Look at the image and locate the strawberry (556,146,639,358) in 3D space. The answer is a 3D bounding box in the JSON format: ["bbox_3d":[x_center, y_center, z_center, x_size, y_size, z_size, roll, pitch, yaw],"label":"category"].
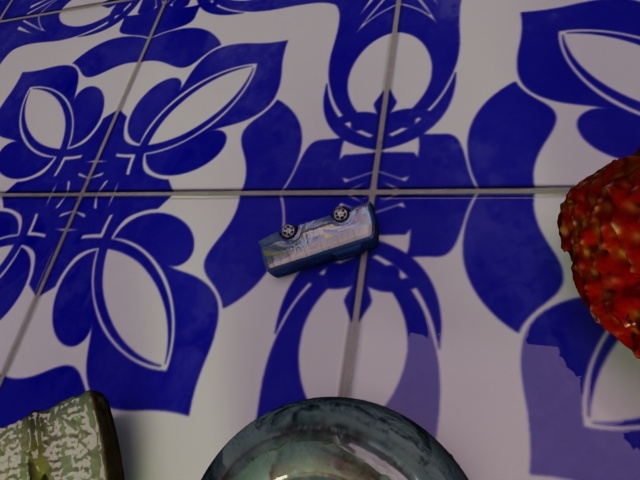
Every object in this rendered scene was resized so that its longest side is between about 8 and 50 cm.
[{"bbox_3d":[0.385,0.018,0.352,0.292,0.292,0.343,-32,44,0],"label":"strawberry"}]

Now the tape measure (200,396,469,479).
[{"bbox_3d":[0.017,0.275,0.388,0.256,0.147,0.275,-15,64,12],"label":"tape measure"}]

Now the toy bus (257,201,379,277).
[{"bbox_3d":[0.000,0.000,0.591,0.153,0.051,0.061,-17,72,9],"label":"toy bus"}]

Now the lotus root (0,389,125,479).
[{"bbox_3d":[-0.308,0.336,0.466,0.267,0.149,0.260,-22,62,-15],"label":"lotus root"}]
